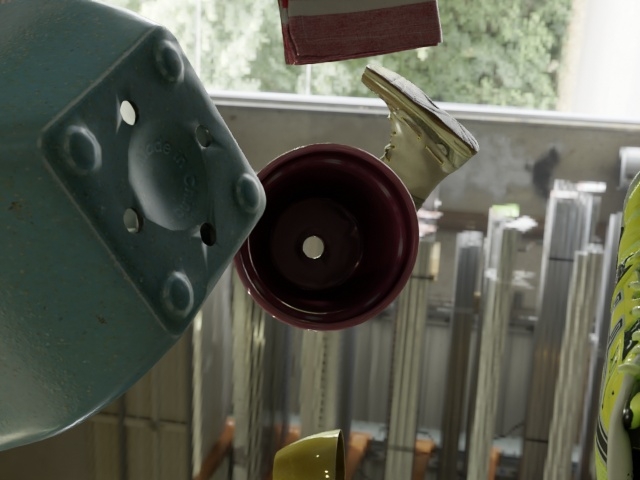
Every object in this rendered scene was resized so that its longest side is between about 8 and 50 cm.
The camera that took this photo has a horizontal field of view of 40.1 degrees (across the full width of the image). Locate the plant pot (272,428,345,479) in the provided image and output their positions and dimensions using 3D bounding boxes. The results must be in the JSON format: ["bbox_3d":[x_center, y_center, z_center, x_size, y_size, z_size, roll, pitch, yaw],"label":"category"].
[{"bbox_3d":[-0.017,0.344,1.284,0.134,0.095,0.134,-1,-90,-82],"label":"plant pot"}]

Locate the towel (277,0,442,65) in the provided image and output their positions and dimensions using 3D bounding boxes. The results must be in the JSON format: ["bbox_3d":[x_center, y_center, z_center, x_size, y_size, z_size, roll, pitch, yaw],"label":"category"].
[{"bbox_3d":[0.045,-0.406,1.149,0.037,0.237,0.328,22,122,63],"label":"towel"}]

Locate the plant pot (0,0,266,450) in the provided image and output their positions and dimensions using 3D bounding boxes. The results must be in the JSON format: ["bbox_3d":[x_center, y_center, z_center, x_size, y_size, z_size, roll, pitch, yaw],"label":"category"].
[{"bbox_3d":[-0.190,-0.022,0.588,0.247,0.252,0.247,60,-143,-27],"label":"plant pot"}]

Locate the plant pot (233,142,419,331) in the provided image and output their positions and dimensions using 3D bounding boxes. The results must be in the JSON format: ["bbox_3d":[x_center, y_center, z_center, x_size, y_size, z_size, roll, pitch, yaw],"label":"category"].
[{"bbox_3d":[0.000,0.000,1.004,0.180,0.202,0.201,148,127,-85],"label":"plant pot"}]

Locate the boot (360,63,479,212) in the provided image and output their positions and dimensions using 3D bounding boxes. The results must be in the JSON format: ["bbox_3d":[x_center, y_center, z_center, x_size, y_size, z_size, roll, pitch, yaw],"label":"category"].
[{"bbox_3d":[0.113,-0.153,1.354,0.165,0.213,0.077,-48,8,28],"label":"boot"}]

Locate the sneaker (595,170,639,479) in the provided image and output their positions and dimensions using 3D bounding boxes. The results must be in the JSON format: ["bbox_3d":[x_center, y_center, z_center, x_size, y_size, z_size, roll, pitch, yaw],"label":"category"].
[{"bbox_3d":[0.289,0.092,0.673,0.147,0.145,0.384,43,-131,-54],"label":"sneaker"}]
